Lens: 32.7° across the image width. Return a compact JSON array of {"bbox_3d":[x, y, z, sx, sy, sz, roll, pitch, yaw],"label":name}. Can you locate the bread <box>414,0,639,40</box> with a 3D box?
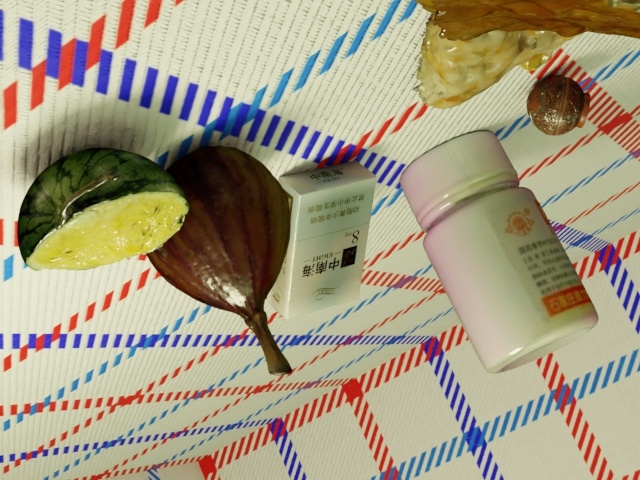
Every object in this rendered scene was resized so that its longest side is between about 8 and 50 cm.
[{"bbox_3d":[0.267,-0.296,1.033,0.370,0.191,0.314,4,-179,7],"label":"bread"}]

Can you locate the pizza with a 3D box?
[{"bbox_3d":[0.283,-0.312,1.382,0.435,0.080,0.392,-30,163,15],"label":"pizza"}]

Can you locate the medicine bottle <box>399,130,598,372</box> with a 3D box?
[{"bbox_3d":[0.304,0.020,1.909,0.219,0.388,0.219,-24,164,-7],"label":"medicine bottle"}]

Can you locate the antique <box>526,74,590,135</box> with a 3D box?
[{"bbox_3d":[0.386,-0.221,1.783,0.104,0.104,0.104,-22,164,-7],"label":"antique"}]

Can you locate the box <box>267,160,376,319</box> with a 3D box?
[{"bbox_3d":[0.000,0.000,1.776,0.155,0.067,0.242,-12,127,-30],"label":"box"}]

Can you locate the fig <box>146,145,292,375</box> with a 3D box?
[{"bbox_3d":[-0.107,0.035,1.486,0.217,0.320,0.217,-28,165,-8],"label":"fig"}]

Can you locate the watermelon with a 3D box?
[{"bbox_3d":[-0.276,-0.046,1.330,0.204,0.127,0.232,-29,162,17],"label":"watermelon"}]
